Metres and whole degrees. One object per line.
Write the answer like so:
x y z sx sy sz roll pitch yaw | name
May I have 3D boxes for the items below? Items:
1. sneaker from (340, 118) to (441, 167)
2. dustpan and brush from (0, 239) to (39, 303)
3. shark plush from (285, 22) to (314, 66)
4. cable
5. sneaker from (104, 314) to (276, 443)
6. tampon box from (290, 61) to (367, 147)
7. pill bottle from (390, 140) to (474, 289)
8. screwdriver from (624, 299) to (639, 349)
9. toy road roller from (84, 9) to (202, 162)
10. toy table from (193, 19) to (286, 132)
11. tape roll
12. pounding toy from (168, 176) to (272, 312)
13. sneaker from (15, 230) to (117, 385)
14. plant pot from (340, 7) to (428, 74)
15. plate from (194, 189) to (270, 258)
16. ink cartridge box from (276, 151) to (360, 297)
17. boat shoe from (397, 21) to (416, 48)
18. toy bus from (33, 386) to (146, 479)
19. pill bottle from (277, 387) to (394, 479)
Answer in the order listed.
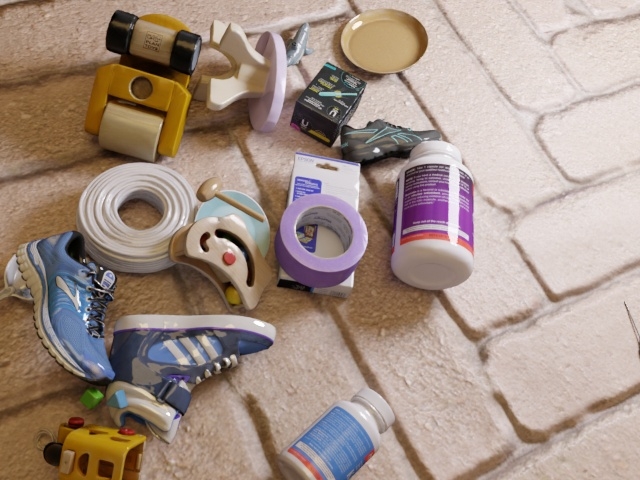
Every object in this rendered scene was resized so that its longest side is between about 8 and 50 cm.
0.172 -0.252 1.777 0.267 0.101 0.106 -12 81 -19 | sneaker
-0.587 0.089 1.435 0.147 0.060 0.211 43 60 12 | dustpan and brush
-0.076 -0.498 1.889 0.073 0.067 0.161 35 59 8 | shark plush
-0.387 -0.052 1.547 0.257 0.089 0.257 10 59 -8 | cable
-0.245 0.269 1.387 0.322 0.130 0.236 4 68 -15 | sneaker
0.020 -0.336 1.799 0.120 0.101 0.161 30 59 5 | tampon box
0.258 -0.062 1.653 0.181 0.181 0.323 12 59 -7 | pill bottle
0.749 0.214 1.706 0.025 0.024 0.170 -13 58 13 | screwdriver
-0.392 -0.357 1.688 0.202 0.240 0.330 16 96 -4 | toy road roller
-0.186 -0.396 1.718 0.160 0.252 0.274 12 46 -25 | toy table
0.000 0.000 1.544 0.189 0.080 0.189 6 60 -10 | tape roll
-0.194 0.018 1.458 0.154 0.155 0.270 -38 104 -39 | pounding toy
-0.444 0.113 1.339 0.147 0.130 0.330 -28 67 -3 | sneaker
0.173 -0.533 1.964 0.236 0.032 0.236 -2 60 3 | plant pot
-0.194 -0.016 1.576 0.188 0.024 0.188 8 77 -36 | plate
-0.001 -0.039 1.648 0.165 0.065 0.333 10 60 -7 | ink cartridge box
0.242 -0.572 2.024 0.048 0.042 0.133 -6 62 3 | boat shoe
-0.405 0.371 1.250 0.202 0.104 0.191 -38 81 8 | toy bus
0.036 0.384 1.378 0.221 0.124 0.124 -37 75 -27 | pill bottle
